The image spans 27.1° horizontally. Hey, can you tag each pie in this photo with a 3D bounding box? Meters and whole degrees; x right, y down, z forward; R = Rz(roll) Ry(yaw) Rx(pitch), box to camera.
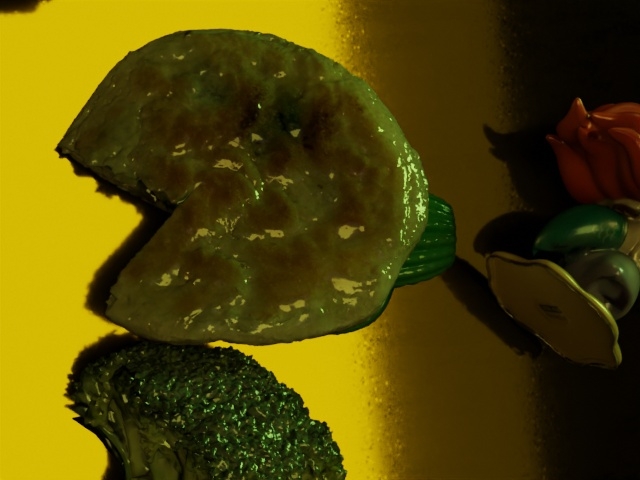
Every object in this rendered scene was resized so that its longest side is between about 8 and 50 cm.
[{"bbox_3d":[-0.063,-0.052,1.159,0.337,0.075,0.338,1,63,-1],"label":"pie"}]

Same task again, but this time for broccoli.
[{"bbox_3d":[-0.115,0.264,1.096,0.252,0.221,0.361,-5,76,26],"label":"broccoli"}]

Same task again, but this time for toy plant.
[{"bbox_3d":[0.010,0.010,1.227,0.240,0.088,0.155,-26,95,-10],"label":"toy plant"}]

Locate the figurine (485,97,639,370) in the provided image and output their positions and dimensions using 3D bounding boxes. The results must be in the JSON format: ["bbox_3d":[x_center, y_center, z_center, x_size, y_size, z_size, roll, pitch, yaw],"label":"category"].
[{"bbox_3d":[0.290,-0.028,1.262,0.208,0.181,0.257,37,71,18],"label":"figurine"}]
